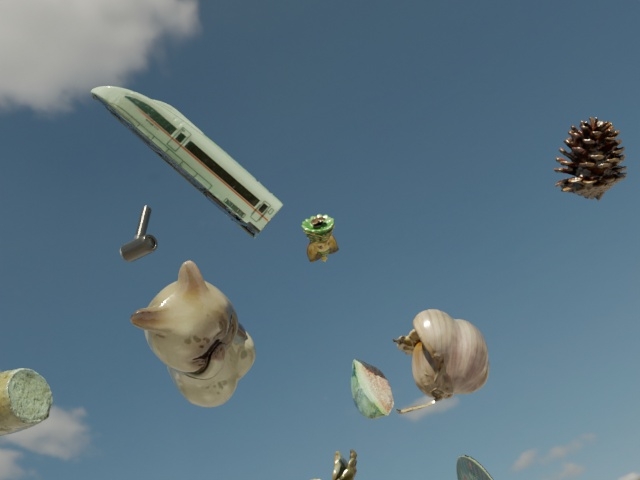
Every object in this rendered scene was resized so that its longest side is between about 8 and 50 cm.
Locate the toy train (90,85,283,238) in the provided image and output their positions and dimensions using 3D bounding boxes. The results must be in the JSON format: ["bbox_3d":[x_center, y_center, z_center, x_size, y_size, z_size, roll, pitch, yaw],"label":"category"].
[{"bbox_3d":[-0.248,-0.169,1.299,0.088,0.407,0.086,-50,3,-11],"label":"toy train"}]

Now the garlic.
[{"bbox_3d":[0.223,0.264,1.469,0.257,0.207,0.207,-37,-31,-16],"label":"garlic"}]

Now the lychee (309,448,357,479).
[{"bbox_3d":[0.095,0.477,0.960,0.270,0.270,0.320,-31,-61,17],"label":"lychee"}]

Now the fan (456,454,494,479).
[{"bbox_3d":[0.312,0.525,1.232,0.012,0.294,0.223,-13,-20,-13],"label":"fan"}]

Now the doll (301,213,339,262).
[{"bbox_3d":[-0.006,-0.008,1.577,0.078,0.076,0.113,-24,-39,-21],"label":"doll"}]

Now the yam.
[{"bbox_3d":[-0.543,0.279,1.181,0.194,0.107,0.107,-19,-30,31],"label":"yam"}]

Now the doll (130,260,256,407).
[{"bbox_3d":[-0.276,0.237,1.608,0.215,0.226,0.370,-44,-23,-21],"label":"doll"}]

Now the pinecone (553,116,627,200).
[{"bbox_3d":[0.378,-0.113,0.962,0.102,0.102,0.109,9,-79,-35],"label":"pinecone"}]

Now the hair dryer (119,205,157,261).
[{"bbox_3d":[-0.234,-0.013,0.921,0.047,0.083,0.026,-22,-45,28],"label":"hair dryer"}]

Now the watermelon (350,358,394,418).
[{"bbox_3d":[0.113,0.336,1.520,0.094,0.180,0.081,6,-63,-2],"label":"watermelon"}]
